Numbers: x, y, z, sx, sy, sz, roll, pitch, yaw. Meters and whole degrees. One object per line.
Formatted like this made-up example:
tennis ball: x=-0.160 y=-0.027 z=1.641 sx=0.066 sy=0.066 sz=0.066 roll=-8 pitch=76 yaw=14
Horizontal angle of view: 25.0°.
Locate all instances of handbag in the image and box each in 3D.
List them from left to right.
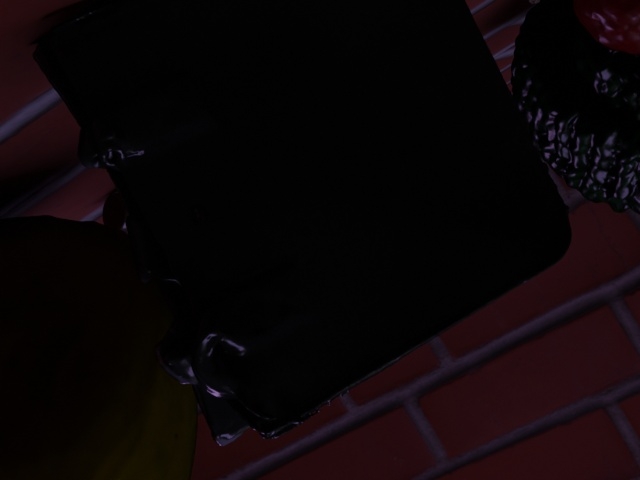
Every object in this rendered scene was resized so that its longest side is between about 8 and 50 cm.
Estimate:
handbag: x=-0.004 y=-0.046 z=0.814 sx=0.260 sy=0.247 sz=0.079 roll=-28 pitch=-176 yaw=-29

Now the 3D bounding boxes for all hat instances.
hat: x=0.326 y=-0.207 z=1.484 sx=0.242 sy=0.274 sz=0.332 roll=-30 pitch=150 yaw=-12

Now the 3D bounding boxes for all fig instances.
fig: x=-0.240 y=0.135 z=1.111 sx=0.343 sy=0.343 sz=0.343 roll=-28 pitch=177 yaw=-2

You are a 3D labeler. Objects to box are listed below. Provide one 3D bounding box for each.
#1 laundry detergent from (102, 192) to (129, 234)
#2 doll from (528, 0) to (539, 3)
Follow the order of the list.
laundry detergent: x=-0.128 y=-0.007 z=1.460 sx=0.237 sy=0.076 sz=0.171 roll=-2 pitch=156 yaw=-40
doll: x=0.189 y=-0.237 z=1.180 sx=0.093 sy=0.051 sz=0.061 roll=-28 pitch=-153 yaw=57
